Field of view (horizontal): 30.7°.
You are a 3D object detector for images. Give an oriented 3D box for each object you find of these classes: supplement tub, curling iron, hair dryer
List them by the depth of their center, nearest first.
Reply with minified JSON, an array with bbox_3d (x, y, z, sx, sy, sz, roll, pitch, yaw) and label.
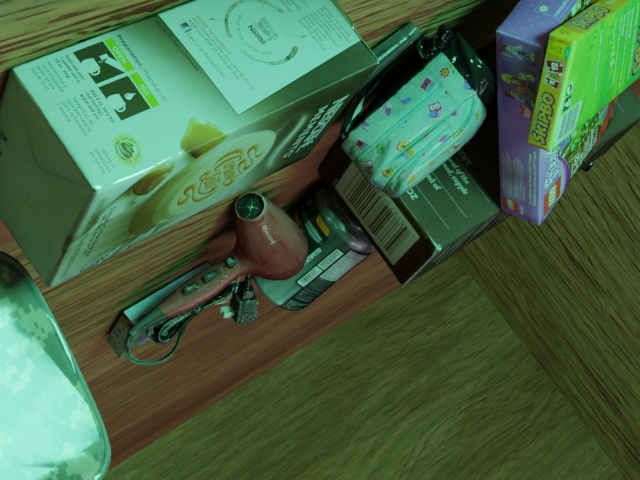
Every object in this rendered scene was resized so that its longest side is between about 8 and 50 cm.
[{"bbox_3d":[-0.011,-0.126,1.132,0.274,0.035,0.068,-35,172,-9],"label":"curling iron"},{"bbox_3d":[-0.109,0.048,1.428,0.224,0.080,0.293,-25,152,-44],"label":"hair dryer"},{"bbox_3d":[0.000,0.000,1.582,0.190,0.117,0.117,-41,170,24],"label":"supplement tub"}]

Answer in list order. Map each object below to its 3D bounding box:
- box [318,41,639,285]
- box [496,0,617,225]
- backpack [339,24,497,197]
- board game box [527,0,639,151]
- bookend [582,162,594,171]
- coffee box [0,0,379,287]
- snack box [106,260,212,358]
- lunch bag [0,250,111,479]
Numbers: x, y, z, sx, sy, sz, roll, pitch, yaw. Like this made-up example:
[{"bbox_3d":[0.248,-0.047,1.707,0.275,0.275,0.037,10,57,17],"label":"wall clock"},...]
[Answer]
[{"bbox_3d":[0.211,-0.125,1.494,0.381,0.191,0.143,-32,171,-27],"label":"box"},{"bbox_3d":[0.271,-0.181,1.302,0.201,0.057,0.293,-51,151,-25],"label":"box"},{"bbox_3d":[0.108,-0.135,1.274,0.182,0.115,0.152,-42,169,10],"label":"backpack"},{"bbox_3d":[0.299,-0.198,1.233,0.259,0.039,0.124,-33,140,-43],"label":"board game box"},{"bbox_3d":[0.403,-0.155,2.203,0.156,0.157,0.072,-37,171,1],"label":"bookend"},{"bbox_3d":[-0.097,-0.084,0.807,0.247,0.098,0.141,-30,170,-35],"label":"coffee box"},{"bbox_3d":[-0.204,0.091,1.527,0.141,0.037,0.100,-32,169,-33],"label":"snack box"},{"bbox_3d":[-0.338,0.157,0.848,0.305,0.212,0.256,-29,-175,-37],"label":"lunch bag"}]
